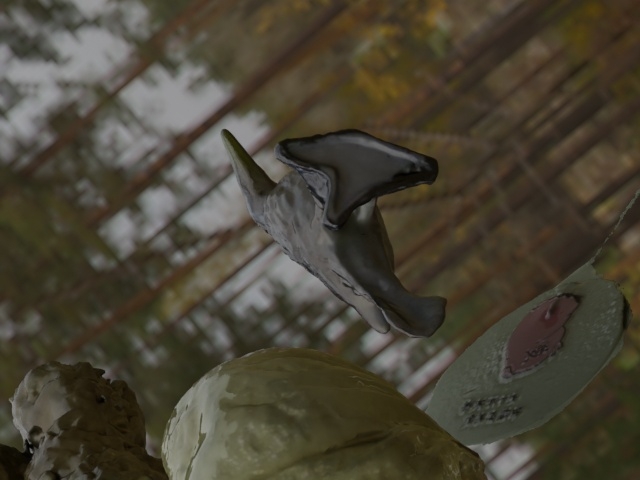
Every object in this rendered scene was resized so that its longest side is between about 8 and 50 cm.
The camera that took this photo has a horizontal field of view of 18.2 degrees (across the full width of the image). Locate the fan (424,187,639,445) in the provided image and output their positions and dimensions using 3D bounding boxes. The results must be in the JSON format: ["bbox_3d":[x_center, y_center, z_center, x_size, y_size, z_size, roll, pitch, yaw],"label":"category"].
[{"bbox_3d":[0.177,0.040,1.435,0.182,0.310,0.010,-16,119,47],"label":"fan"}]

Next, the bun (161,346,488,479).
[{"bbox_3d":[0.026,0.161,1.098,0.244,0.153,0.244,50,-175,-6],"label":"bun"}]

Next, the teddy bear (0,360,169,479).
[{"bbox_3d":[-0.160,0.242,1.265,0.267,0.256,0.156,38,-168,17],"label":"teddy bear"}]

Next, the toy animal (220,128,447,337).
[{"bbox_3d":[0.000,-0.009,0.974,0.202,0.070,0.105,10,117,66],"label":"toy animal"}]
